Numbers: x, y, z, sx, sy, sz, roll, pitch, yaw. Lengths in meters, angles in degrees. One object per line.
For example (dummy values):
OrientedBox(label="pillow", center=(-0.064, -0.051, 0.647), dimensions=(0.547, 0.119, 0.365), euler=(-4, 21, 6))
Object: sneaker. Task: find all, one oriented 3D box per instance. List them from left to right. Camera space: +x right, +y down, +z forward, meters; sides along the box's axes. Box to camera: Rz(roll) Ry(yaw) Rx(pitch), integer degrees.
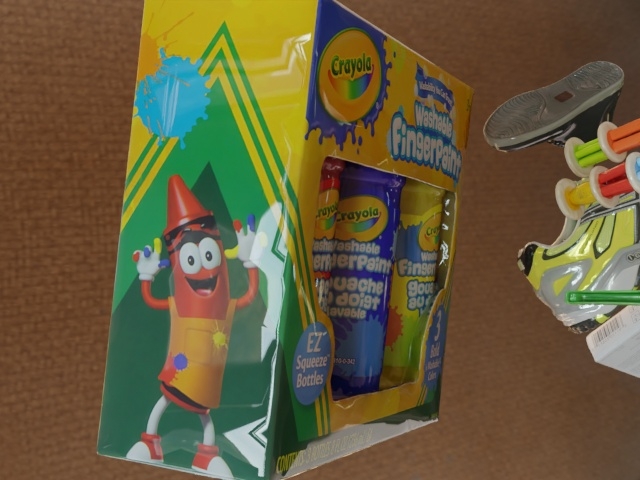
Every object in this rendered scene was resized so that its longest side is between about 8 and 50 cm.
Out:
OrientedBox(label="sneaker", center=(0.322, -0.147, 1.501), dimensions=(0.222, 0.083, 0.118), euler=(-26, 135, -16))
OrientedBox(label="sneaker", center=(0.426, -0.058, 1.491), dimensions=(0.147, 0.145, 0.384), euler=(41, 82, 1))

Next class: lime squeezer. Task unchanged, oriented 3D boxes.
OrientedBox(label="lime squeezer", center=(0.364, 0.042, 1.003), dimensions=(0.110, 0.310, 0.059), euler=(25, 75, -20))

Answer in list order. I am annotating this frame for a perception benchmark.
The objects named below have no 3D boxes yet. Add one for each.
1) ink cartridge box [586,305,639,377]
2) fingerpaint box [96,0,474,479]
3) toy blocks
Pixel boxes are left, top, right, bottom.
OrientedBox(label="ink cartridge box", center=(0.539, 0.144, 1.634), dimensions=(0.225, 0.181, 0.056), euler=(19, 43, -29))
OrientedBox(label="fingerpaint box", center=(0.000, 0.000, 1.023), dimensions=(0.445, 0.163, 0.371), euler=(8, 88, -67))
OrientedBox(label="toy blocks", center=(0.354, -0.096, 1.285), dimensions=(0.054, 0.148, 0.123), euler=(39, 52, -25))
